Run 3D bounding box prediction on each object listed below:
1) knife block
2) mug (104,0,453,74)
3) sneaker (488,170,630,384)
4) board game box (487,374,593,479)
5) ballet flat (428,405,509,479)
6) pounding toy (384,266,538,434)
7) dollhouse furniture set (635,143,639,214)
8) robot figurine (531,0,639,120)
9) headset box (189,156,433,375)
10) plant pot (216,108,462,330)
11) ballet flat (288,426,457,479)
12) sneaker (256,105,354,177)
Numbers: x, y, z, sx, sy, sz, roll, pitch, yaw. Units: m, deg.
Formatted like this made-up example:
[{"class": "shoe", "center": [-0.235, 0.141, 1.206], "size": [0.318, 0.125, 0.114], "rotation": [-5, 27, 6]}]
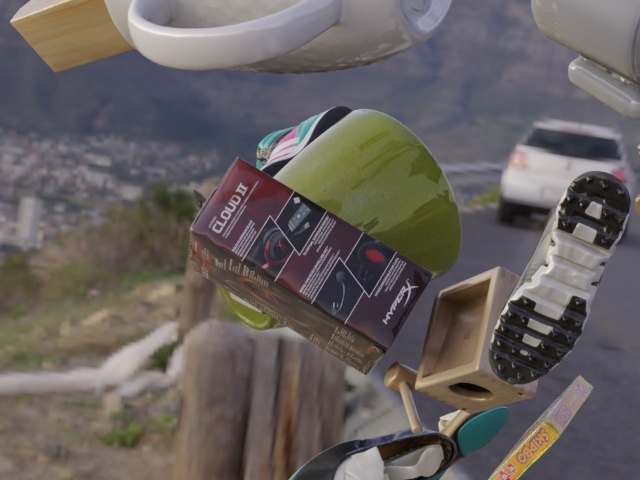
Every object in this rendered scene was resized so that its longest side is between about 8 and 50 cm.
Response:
[{"class": "knife block", "center": [-0.222, -0.268, 1.576], "size": [0.088, 0.275, 0.242], "rotation": [50, 10, -27]}, {"class": "mug", "center": [-0.051, -0.287, 1.467], "size": [0.328, 0.276, 0.374], "rotation": [11, 40, 27]}, {"class": "sneaker", "center": [0.236, 0.033, 1.354], "size": [0.078, 0.234, 0.106], "rotation": [25, 18, 7]}, {"class": "board game box", "center": [0.292, 0.263, 1.853], "size": [0.039, 0.124, 0.259], "rotation": [42, 21, 7]}, {"class": "ballet flat", "center": [0.188, 0.304, 2.111], "size": [0.232, 0.080, 0.073], "rotation": [-35, 44, -29]}, {"class": "pounding toy", "center": [0.164, 0.151, 1.597], "size": [0.094, 0.181, 0.206], "rotation": [25, -26, -21]}, {"class": "dollhouse furniture set", "center": [0.358, -0.032, 1.414], "size": [0.144, 0.123, 0.151], "rotation": [54, 23, 7]}, {"class": "robot figurine", "center": [0.413, -0.308, 1.773], "size": [0.199, 0.300, 0.353], "rotation": [-16, 39, -42]}, {"class": "headset box", "center": [-0.031, 0.029, 1.655], "size": [0.293, 0.110, 0.218], "rotation": [31, -14, 4]}, {"class": "plant pot", "center": [0.000, 0.000, 1.960], "size": [0.293, 0.275, 0.274], "rotation": [-31, 27, -29]}, {"class": "ballet flat", "center": [0.076, 0.305, 1.852], "size": [0.280, 0.095, 0.096], "rotation": [-17, 7, -41]}, {"class": "sneaker", "center": [-0.069, -0.110, 2.391], "size": [0.295, 0.124, 0.178], "rotation": [-45, 12, -29]}]
